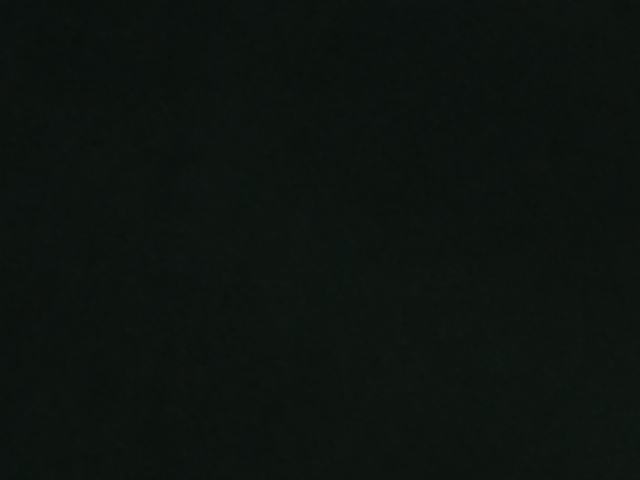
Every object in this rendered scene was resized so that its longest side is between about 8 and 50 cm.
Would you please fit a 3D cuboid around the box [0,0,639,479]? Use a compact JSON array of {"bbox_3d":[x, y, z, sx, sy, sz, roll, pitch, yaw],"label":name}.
[{"bbox_3d":[0.000,0.000,0.589,0.297,0.479,0.472,-1,178,-2],"label":"box"}]
